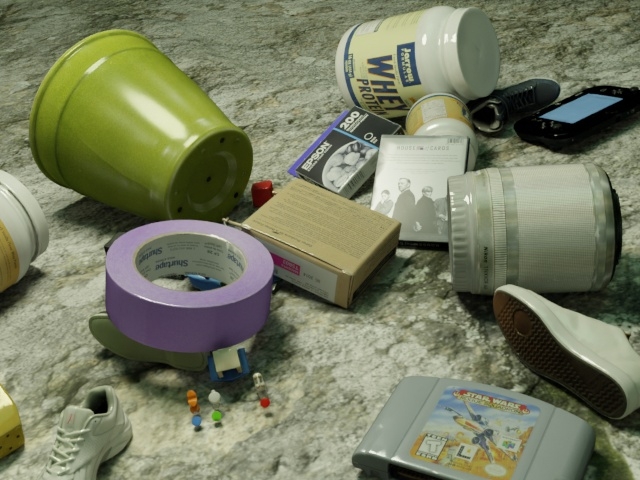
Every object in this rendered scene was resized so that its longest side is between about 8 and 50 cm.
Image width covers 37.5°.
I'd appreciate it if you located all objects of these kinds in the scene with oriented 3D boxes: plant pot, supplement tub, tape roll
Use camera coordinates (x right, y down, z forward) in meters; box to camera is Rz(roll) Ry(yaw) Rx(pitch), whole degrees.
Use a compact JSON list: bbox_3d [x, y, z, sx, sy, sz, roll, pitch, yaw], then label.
[{"bbox_3d":[-0.488,0.279,1.412,0.083,0.081,0.081,32,47,29],"label":"plant pot"},{"bbox_3d":[-0.676,0.024,1.709,0.228,0.228,0.316,15,38,30],"label":"supplement tub"},{"bbox_3d":[0.223,-0.408,2.168,0.324,0.235,0.235,-3,28,39],"label":"supplement tub"},{"bbox_3d":[-0.217,0.069,1.560,0.274,0.090,0.275,5,30,-3],"label":"tape roll"},{"bbox_3d":[0.258,-0.213,2.001,0.144,0.144,0.200,-4,32,4],"label":"supplement tub"},{"bbox_3d":[-0.338,-0.195,1.927,0.353,0.366,0.366,32,47,30],"label":"plant pot"}]

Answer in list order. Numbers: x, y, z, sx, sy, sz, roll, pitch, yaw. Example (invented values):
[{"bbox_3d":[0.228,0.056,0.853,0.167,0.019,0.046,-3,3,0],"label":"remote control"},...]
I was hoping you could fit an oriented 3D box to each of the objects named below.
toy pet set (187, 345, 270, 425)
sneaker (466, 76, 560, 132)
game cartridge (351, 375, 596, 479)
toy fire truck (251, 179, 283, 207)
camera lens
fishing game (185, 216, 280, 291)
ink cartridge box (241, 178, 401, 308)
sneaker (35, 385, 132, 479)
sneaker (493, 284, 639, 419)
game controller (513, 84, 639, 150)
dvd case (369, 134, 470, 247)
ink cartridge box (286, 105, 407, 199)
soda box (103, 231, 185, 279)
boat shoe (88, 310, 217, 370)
[{"bbox_3d":[-0.146,0.228,1.469,0.122,0.065,0.114,-13,67,-5],"label":"toy pet set"},{"bbox_3d":[0.444,-0.311,2.164,0.226,0.086,0.163,-10,20,12],"label":"sneaker"},{"bbox_3d":[0.216,0.281,1.307,0.297,0.062,0.198,11,40,25],"label":"game cartridge"},{"bbox_3d":[-0.048,-0.076,1.927,0.192,0.047,0.135,-3,31,3],"label":"toy fire truck"},{"bbox_3d":[0.357,-0.018,1.599,0.274,0.219,0.219,-2,32,6],"label":"camera lens"},{"bbox_3d":[-0.161,0.044,1.735,0.189,0.041,0.264,21,39,14],"label":"fishing game"},{"bbox_3d":[0.000,0.000,1.719,0.234,0.088,0.193,25,42,21],"label":"ink cartridge box"},{"bbox_3d":[-0.351,0.292,1.326,0.090,0.115,0.232,3,33,14],"label":"sneaker"},{"bbox_3d":[0.391,0.157,1.440,0.123,0.106,0.290,-19,43,-31],"label":"sneaker"},{"bbox_3d":[0.591,-0.288,2.136,0.319,0.067,0.166,-25,37,-29],"label":"game controller"},{"bbox_3d":[0.191,-0.099,1.832,0.179,0.029,0.239,3,63,15],"label":"dvd case"},{"bbox_3d":[0.047,-0.197,2.036,0.206,0.045,0.208,-48,44,-13],"label":"ink cartridge box"},{"bbox_3d":[-0.326,0.028,1.804,0.168,0.053,0.060,7,34,21],"label":"soda box"},{"bbox_3d":[-0.276,0.157,1.570,0.227,0.081,0.069,14,34,17],"label":"boat shoe"}]
